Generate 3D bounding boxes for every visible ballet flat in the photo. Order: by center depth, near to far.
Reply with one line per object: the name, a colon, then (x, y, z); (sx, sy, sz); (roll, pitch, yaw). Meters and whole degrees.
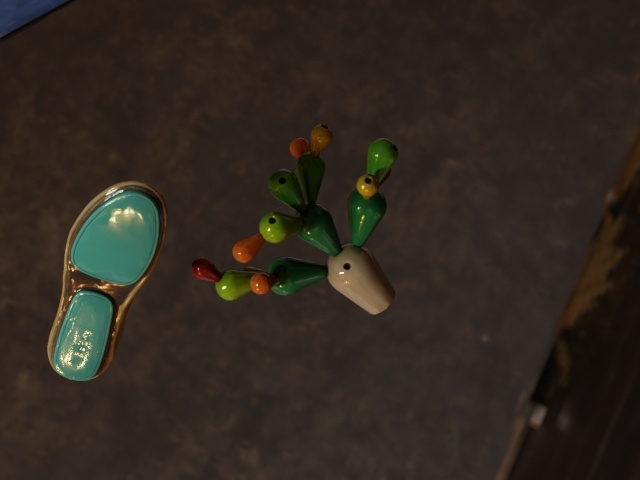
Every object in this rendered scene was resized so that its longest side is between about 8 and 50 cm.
ballet flat: (-0.191, 0.023, 1.367); (0.073, 0.080, 0.232); (-81, 16, -55)

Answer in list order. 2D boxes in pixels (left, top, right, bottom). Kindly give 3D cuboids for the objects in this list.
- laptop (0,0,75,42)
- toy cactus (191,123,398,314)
laptop: (-0.311, -0.363, 1.570); (0.382, 0.236, 0.408); (13, 98, 58)
toy cactus: (0.000, 0.000, 1.466); (0.219, 0.180, 0.112); (-45, 28, -6)
